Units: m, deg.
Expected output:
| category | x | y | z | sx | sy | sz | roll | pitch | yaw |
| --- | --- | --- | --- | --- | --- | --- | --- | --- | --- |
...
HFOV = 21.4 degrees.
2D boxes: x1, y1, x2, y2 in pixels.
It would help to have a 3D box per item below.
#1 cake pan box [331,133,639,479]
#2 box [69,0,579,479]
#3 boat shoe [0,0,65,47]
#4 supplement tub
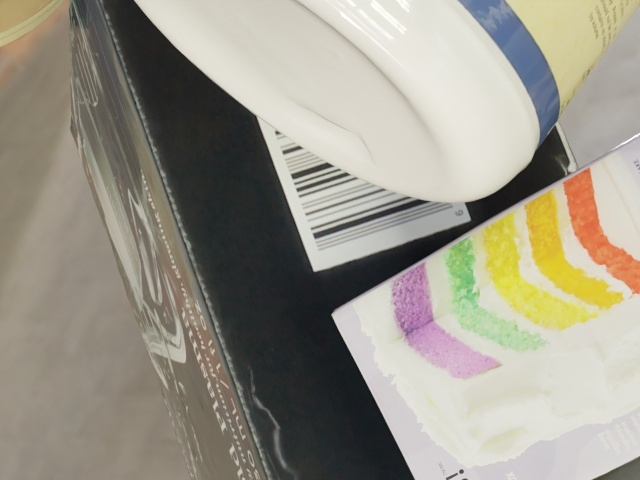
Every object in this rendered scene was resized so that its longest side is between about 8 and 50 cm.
| category | x | y | z | sx | sy | sz | roll | pitch | yaw |
| --- | --- | --- | --- | --- | --- | --- | --- | --- | --- |
| cake pan box | 0.170 | 0.097 | 0.941 | 0.245 | 0.070 | 0.267 | -30 | 81 | 23 |
| box | 0.000 | 0.000 | 1.380 | 0.472 | 0.297 | 0.480 | 113 | 138 | -73 |
| boat shoe | -0.353 | -0.232 | 1.533 | 0.341 | 0.121 | 0.110 | -33 | -24 | -27 |
| supplement tub | 0.073 | -0.200 | 0.770 | 0.316 | 0.228 | 0.228 | -54 | 26 | -12 |
